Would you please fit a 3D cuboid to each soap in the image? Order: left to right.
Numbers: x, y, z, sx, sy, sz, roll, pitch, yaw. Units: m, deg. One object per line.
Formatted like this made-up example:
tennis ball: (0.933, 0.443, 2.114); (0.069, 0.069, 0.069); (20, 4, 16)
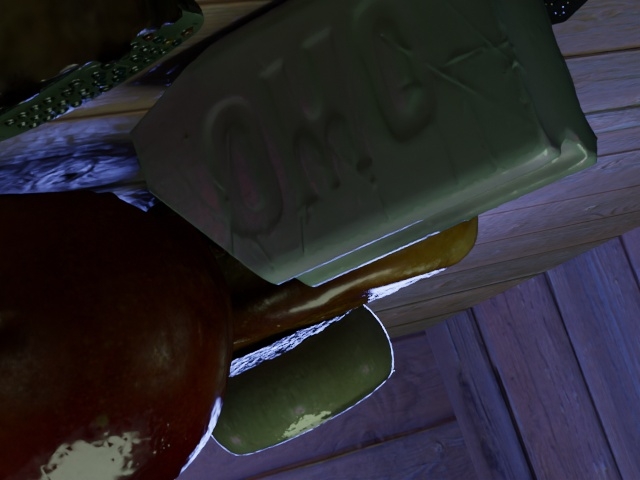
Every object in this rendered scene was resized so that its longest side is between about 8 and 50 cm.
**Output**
soap: (0.024, -0.094, 1.432); (0.347, 0.208, 0.115); (-24, 168, 30)

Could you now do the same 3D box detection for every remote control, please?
remote control: (-0.184, -0.126, 1.339); (0.222, 0.042, 0.072); (-25, 169, 25)

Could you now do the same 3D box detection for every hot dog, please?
hot dog: (-0.047, 0.004, 1.895); (0.405, 0.185, 0.223); (-26, 171, 32)

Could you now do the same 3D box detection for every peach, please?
peach: (-0.279, 0.135, 1.691); (0.406, 0.310, 0.335); (-8, 157, 8)

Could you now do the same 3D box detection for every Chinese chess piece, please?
Chinese chess piece: (-0.025, 0.152, 2.018); (0.238, 0.092, 0.238); (-28, -177, 2)

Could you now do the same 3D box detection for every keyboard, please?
keyboard: (0.236, -0.234, 1.640); (0.061, 0.013, 0.204); (-15, 170, -19)

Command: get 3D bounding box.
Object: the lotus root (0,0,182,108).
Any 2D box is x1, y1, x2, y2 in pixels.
lotus root: (-0.259, -0.095, 0.973); (0.390, 0.111, 0.375); (-30, -169, -39)
